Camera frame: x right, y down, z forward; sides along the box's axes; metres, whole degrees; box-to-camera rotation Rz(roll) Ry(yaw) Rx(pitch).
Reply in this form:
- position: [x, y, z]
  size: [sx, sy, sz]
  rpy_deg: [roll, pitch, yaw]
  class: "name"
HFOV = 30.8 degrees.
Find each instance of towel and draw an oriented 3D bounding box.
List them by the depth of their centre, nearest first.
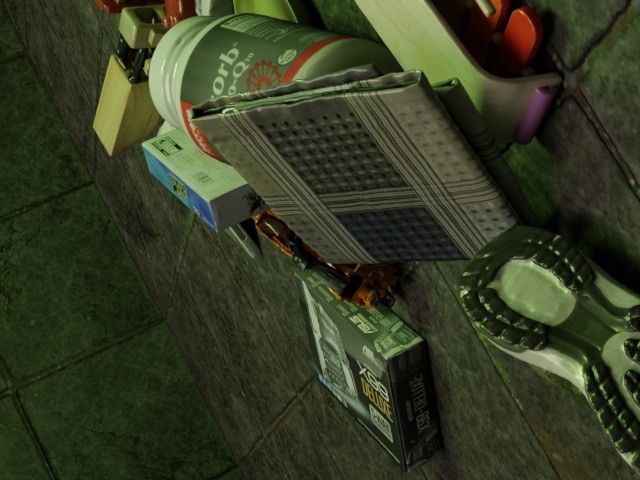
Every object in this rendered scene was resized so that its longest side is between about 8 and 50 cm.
- position: [0.059, -0.076, 1.293]
  size: [0.312, 0.056, 0.324]
  rpy_deg: [-3, 146, 36]
  class: "towel"

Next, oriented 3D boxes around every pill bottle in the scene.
- position: [-0.064, -0.188, 1.539]
  size: [0.363, 0.210, 0.210]
  rpy_deg: [24, 136, 48]
  class: "pill bottle"

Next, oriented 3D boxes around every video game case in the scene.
- position: [-0.108, -0.127, 1.754]
  size: [0.269, 0.244, 0.061]
  rpy_deg: [39, 149, 53]
  class: "video game case"
- position: [-0.226, -0.082, 2.361]
  size: [0.227, 0.026, 0.206]
  rpy_deg: [41, 169, 49]
  class: "video game case"

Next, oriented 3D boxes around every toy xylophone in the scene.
- position: [0.133, -0.249, 1.218]
  size: [0.322, 0.081, 0.236]
  rpy_deg: [60, 160, 14]
  class: "toy xylophone"

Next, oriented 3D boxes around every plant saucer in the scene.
- position: [-0.058, -0.303, 1.727]
  size: [0.241, 0.037, 0.241]
  rpy_deg: [51, 156, 34]
  class: "plant saucer"

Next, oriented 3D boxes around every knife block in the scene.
- position: [-0.371, -0.308, 2.257]
  size: [0.088, 0.276, 0.242]
  rpy_deg: [57, -171, 24]
  class: "knife block"

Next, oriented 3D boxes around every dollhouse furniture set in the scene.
- position: [-0.224, -0.398, 1.787]
  size: [0.374, 0.152, 0.201]
  rpy_deg: [52, 140, 37]
  class: "dollhouse furniture set"

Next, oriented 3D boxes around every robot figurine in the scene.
- position: [0.000, 0.000, 1.770]
  size: [0.291, 0.085, 0.211]
  rpy_deg: [41, -167, 34]
  class: "robot figurine"

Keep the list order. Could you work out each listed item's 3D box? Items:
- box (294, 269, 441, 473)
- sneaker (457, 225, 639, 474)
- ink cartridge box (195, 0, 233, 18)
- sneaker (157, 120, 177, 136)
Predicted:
- position: [0.077, 0.201, 1.924]
  size: [0.307, 0.076, 0.242]
  rpy_deg: [41, 149, 50]
  class: "box"
- position: [0.327, 0.138, 1.175]
  size: [0.410, 0.158, 0.182]
  rpy_deg: [45, -176, 41]
  class: "sneaker"
- position: [-0.210, -0.454, 1.925]
  size: [0.181, 0.056, 0.224]
  rpy_deg: [50, 157, 37]
  class: "ink cartridge box"
- position: [-0.251, -0.234, 2.272]
  size: [0.290, 0.106, 0.123]
  rpy_deg: [-164, 77, -69]
  class: "sneaker"
